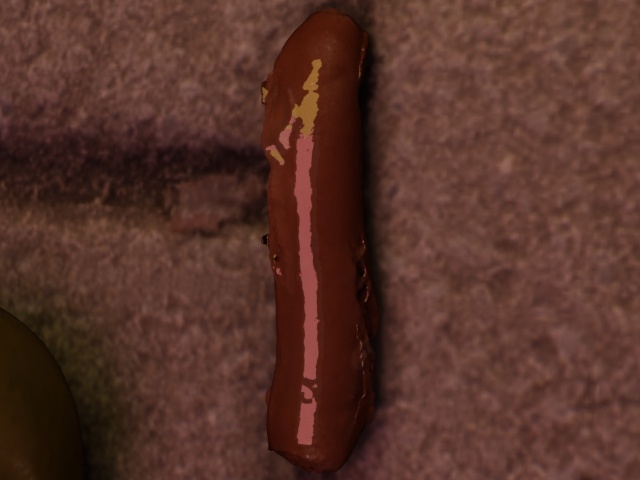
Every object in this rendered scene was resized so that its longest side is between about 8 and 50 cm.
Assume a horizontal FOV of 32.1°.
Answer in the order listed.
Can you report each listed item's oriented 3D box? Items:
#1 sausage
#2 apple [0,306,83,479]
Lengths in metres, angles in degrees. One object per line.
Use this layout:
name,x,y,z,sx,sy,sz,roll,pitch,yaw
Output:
sausage,-0.001,0.000,0.719,0.078,0.078,0.304,0,91,28
apple,-0.300,0.155,0.794,0.258,0.233,0.295,13,113,48
